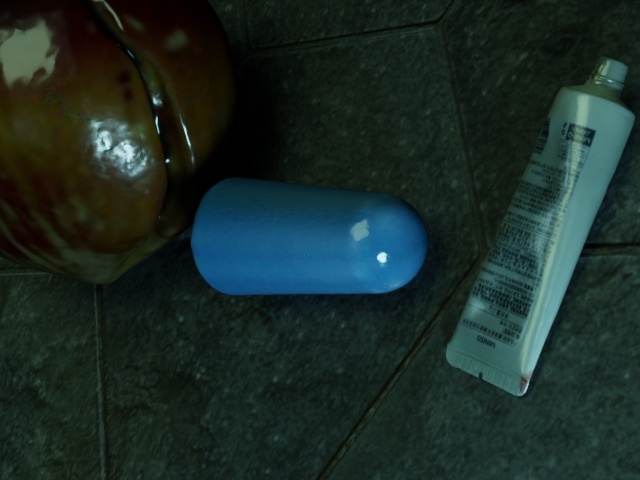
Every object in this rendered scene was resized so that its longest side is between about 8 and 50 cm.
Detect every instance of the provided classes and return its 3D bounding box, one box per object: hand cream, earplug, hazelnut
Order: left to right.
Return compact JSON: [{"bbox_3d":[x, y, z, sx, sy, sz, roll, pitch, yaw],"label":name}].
[{"bbox_3d":[-0.287,-0.167,2.380,0.429,0.402,0.402,-11,58,42],"label":"hazelnut"},{"bbox_3d":[0.000,0.000,2.130,0.273,0.132,0.132,3,68,45],"label":"earplug"},{"bbox_3d":[0.226,-0.019,1.948,0.124,0.078,0.340,23,92,51],"label":"hand cream"}]
